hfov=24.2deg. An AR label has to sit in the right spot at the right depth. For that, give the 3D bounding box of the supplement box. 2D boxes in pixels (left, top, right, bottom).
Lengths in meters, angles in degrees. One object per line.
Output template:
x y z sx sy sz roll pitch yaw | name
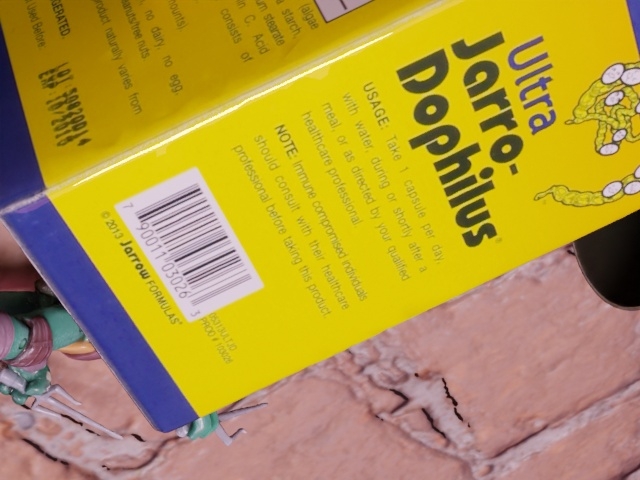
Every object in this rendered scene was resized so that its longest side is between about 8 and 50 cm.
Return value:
0.015 -0.089 0.797 0.356 0.194 0.195 -25 135 2 | supplement box

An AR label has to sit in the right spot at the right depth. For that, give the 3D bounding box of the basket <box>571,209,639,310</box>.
0.305 -0.056 0.986 0.227 0.154 0.204 -5 130 -23 | basket

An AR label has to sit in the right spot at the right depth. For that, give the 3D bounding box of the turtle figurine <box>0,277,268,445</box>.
-0.151 0.065 0.934 0.175 0.118 0.234 -3 170 44 | turtle figurine
